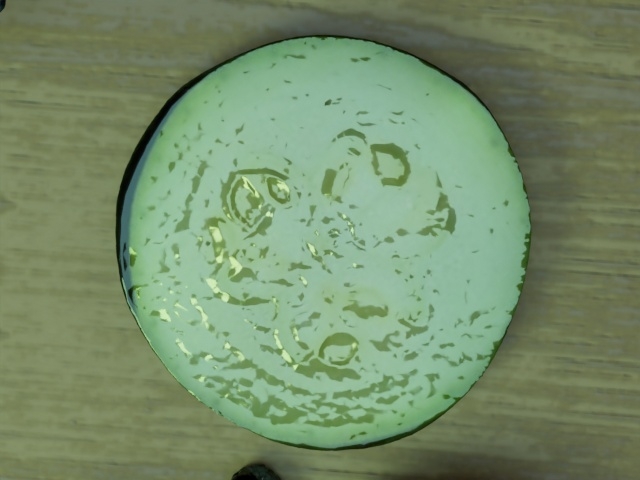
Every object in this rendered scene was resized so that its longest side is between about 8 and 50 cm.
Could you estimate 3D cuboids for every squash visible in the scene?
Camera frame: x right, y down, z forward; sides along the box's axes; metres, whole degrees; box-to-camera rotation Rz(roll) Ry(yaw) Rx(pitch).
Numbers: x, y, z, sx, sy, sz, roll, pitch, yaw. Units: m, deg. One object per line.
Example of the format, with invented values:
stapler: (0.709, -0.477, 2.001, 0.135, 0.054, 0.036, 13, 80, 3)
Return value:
squash: (0.000, 0.000, 0.974, 0.252, 0.049, 0.252, 0, 97, 2)

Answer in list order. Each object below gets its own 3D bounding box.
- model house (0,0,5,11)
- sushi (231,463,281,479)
model house: (-0.253, -0.197, 0.894, 0.183, 0.172, 0.166, -17, 62, 21)
sushi: (-0.053, 0.180, 0.988, 0.044, 0.046, 0.083, 35, 94, -3)
